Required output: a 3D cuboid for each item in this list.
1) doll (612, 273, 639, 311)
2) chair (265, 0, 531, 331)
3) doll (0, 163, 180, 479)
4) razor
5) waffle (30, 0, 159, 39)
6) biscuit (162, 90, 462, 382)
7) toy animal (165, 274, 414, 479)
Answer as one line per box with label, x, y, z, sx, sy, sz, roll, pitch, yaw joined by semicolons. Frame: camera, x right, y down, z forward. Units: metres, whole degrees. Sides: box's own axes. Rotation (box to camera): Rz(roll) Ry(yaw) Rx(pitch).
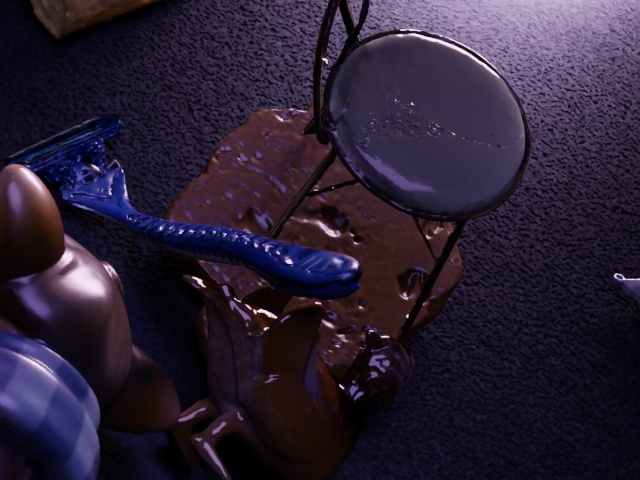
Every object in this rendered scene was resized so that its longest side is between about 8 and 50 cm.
doll;0.283;0.055;1.298;0.114;0.039;0.057;30;59;-3
chair;0.059;-0.082;1.077;0.170;0.325;0.160;25;58;-4
doll;-0.246;0.129;0.983;0.318;0.209;0.339;47;50;-28
razor;-0.086;-0.010;1.124;0.093;0.056;0.324;-30;37;-33
waffle;-0.219;-0.298;1.333;0.168;0.057;0.274;-28;71;-33
biscuit;0.000;0.000;1.229;0.208;0.041;0.290;36;58;4
toy animal;-0.023;0.082;1.105;0.179;0.188;0.089;-31;28;-20
